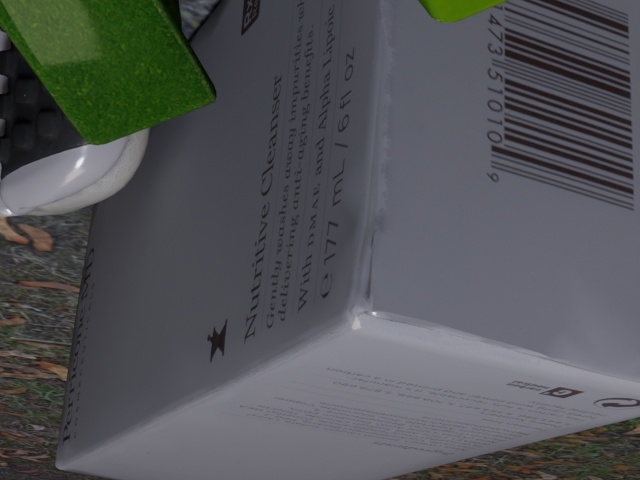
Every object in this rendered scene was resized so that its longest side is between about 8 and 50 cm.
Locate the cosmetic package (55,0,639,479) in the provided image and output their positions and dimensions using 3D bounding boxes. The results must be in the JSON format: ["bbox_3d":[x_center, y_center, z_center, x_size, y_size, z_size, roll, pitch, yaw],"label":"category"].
[{"bbox_3d":[0.000,0.000,0.582,0.156,0.217,0.385,14,156,-24],"label":"cosmetic package"}]

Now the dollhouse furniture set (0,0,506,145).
[{"bbox_3d":[-0.039,-0.198,0.275,0.198,0.151,0.301,-20,136,9],"label":"dollhouse furniture set"}]

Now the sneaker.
[{"bbox_3d":[-0.123,-0.068,0.523,0.118,0.110,0.292,7,-173,-29],"label":"sneaker"}]
